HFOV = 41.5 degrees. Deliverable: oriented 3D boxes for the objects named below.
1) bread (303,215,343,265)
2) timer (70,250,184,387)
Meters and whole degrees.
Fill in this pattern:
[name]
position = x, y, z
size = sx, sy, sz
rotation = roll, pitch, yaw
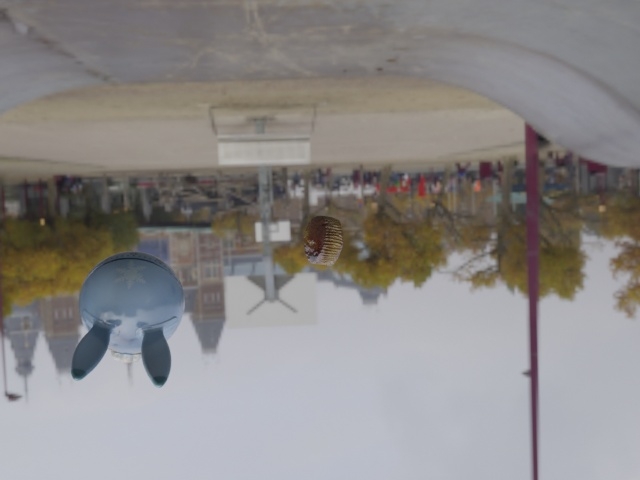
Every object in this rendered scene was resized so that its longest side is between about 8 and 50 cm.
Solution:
[bread]
position = 0.000, 0.000, 1.392
size = 0.053, 0.085, 0.085
rotation = 6, 180, -22
[timer]
position = -0.286, 0.135, 1.263
size = 0.175, 0.255, 0.175
rotation = -2, 143, -1
